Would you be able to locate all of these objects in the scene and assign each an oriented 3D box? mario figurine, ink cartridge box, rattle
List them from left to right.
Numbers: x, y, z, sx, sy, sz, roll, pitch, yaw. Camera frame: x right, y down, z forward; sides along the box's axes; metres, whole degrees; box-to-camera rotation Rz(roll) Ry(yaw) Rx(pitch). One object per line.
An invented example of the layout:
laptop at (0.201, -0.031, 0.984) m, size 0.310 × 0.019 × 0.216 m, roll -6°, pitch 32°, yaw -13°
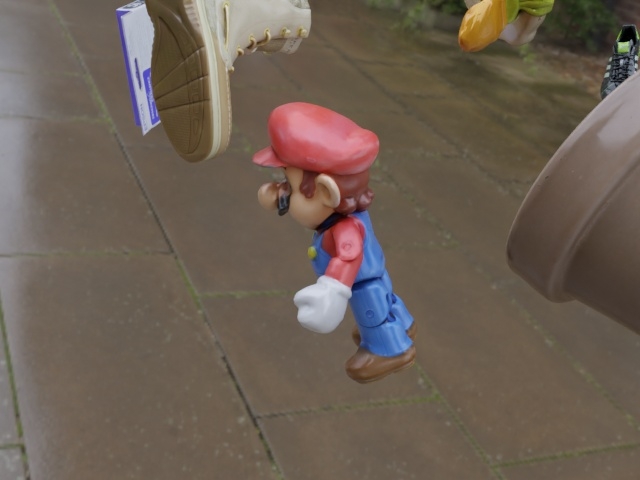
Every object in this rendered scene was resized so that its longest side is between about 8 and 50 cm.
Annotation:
ink cartridge box at (-0.304, -0.311, 1.534) m, size 0.045 × 0.206 × 0.208 m, roll 0°, pitch 25°, yaw 13°
mario figurine at (0.000, 0.000, 1.005) m, size 0.170 × 0.321 × 0.198 m, roll -25°, pitch 16°, yaw -21°
rattle at (0.149, -0.292, 0.968) m, size 0.142 × 0.130 × 0.200 m, roll -34°, pitch 72°, yaw -9°

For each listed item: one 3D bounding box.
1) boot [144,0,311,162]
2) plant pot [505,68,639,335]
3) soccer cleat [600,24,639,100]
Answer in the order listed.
boot at (-0.093, -0.214, 0.981) m, size 0.095 × 0.262 × 0.203 m, roll -16°, pitch -8°, yaw 39°
plant pot at (0.332, 0.004, 0.766) m, size 0.263 × 0.263 × 0.229 m, roll -15°, pitch 52°, yaw -44°
soccer cleat at (0.507, -0.292, 1.476) m, size 0.060 × 0.072 × 0.179 m, roll 5°, pitch 51°, yaw 22°
